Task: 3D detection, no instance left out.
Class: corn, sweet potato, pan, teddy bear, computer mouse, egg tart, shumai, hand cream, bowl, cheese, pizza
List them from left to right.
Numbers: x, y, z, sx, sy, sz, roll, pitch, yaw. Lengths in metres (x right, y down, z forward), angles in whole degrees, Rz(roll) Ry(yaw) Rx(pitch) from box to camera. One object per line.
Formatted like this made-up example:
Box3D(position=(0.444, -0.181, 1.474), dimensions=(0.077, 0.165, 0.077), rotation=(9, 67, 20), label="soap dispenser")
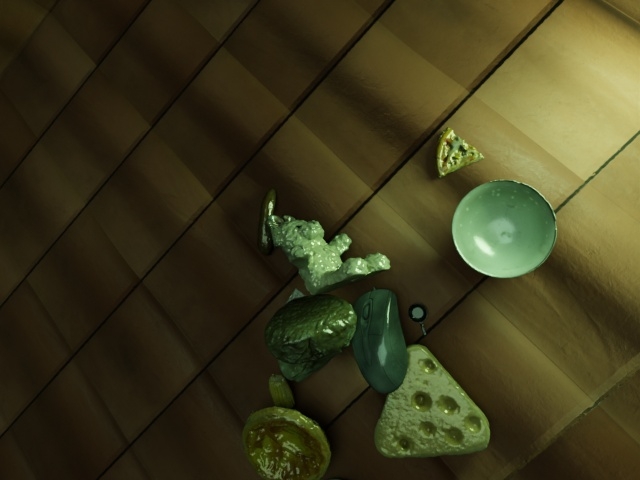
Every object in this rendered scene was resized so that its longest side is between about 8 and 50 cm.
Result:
Box3D(position=(-0.216, -0.078, 1.682), dimensions=(0.075, 0.075, 0.274), rotation=(0, 83, 17), label="sweet potato")
Box3D(position=(-0.147, 0.568, 1.554), dimensions=(0.084, 0.063, 0.166), rotation=(13, 131, 35), label="corn")
Box3D(position=(-0.137, 0.315, 1.629), dimensions=(0.084, 0.050, 0.257), rotation=(33, 91, 21), label="hand cream")
Box3D(position=(-0.119, 0.727, 1.510), dimensions=(0.340, 0.132, 0.342), rotation=(3, 103, 15), label="egg tart")
Box3D(position=(-0.015, 0.370, 1.486), dimensions=(0.329, 0.292, 0.289), rotation=(-12, 110, 7), label="shumai")
Box3D(position=(0.000, 0.000, 1.480), dimensions=(0.375, 0.327, 0.363), rotation=(-30, 74, 42), label="teddy bear")
Box3D(position=(0.189, 0.330, 1.438), dimensions=(0.188, 0.121, 0.372), rotation=(-24, 57, 34), label="computer mouse")
Box3D(position=(0.355, 0.281, 1.487), dimensions=(0.068, 0.023, 0.116), rotation=(-19, 76, 14), label="pan")
Box3D(position=(0.390, 0.579, 1.401), dimensions=(0.382, 0.104, 0.385), rotation=(-2, 83, 19), label="cheese")
Box3D(position=(0.495, -0.302, 1.503), dimensions=(0.175, 0.036, 0.185), rotation=(21, 91, 18), label="pizza")
Box3D(position=(0.598, -0.030, 1.383), dimensions=(0.312, 0.146, 0.314), rotation=(-2, 83, 19), label="bowl")

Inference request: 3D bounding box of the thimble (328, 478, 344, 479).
Box3D(position=(0.051, 0.961, 1.444), dimensions=(0.236, 0.150, 0.238), rotation=(-2, 84, 19), label="thimble")
